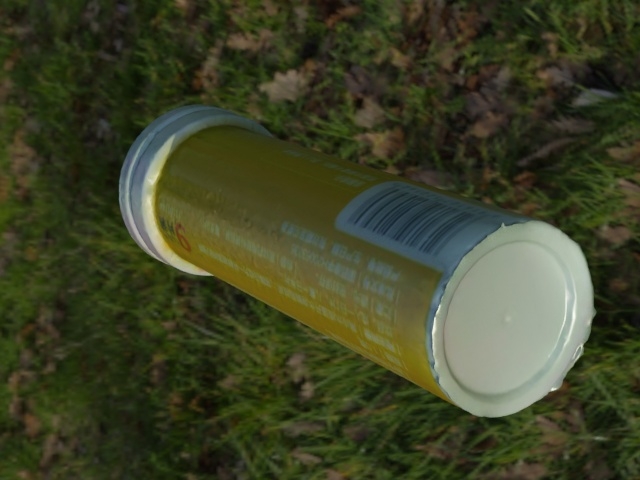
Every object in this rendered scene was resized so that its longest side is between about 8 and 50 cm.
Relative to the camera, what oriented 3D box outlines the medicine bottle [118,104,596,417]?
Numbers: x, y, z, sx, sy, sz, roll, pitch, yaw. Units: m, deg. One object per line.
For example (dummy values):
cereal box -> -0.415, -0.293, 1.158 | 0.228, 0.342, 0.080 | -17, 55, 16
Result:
medicine bottle -> 0.000, 0.000, 0.434 | 0.218, 0.074, 0.073 | 23, 100, 56
